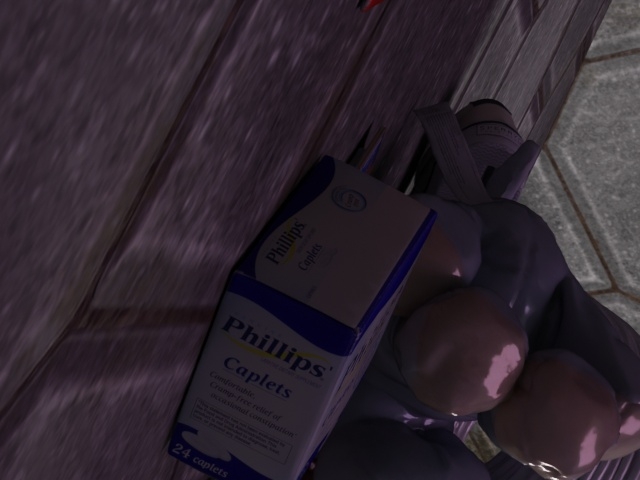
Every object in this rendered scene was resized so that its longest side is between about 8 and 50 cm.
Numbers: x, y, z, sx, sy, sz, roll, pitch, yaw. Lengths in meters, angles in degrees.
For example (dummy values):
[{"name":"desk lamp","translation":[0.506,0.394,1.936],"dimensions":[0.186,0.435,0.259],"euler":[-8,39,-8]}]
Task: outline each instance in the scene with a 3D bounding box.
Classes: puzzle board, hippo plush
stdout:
[{"name":"puzzle board","translation":[0.000,0.000,1.201],"dimensions":[0.128,0.011,0.096],"euler":[-58,171,-38]},{"name":"hippo plush","translation":[0.055,0.085,1.335],"dimensions":[0.234,0.294,0.236],"euler":[18,128,-45]}]

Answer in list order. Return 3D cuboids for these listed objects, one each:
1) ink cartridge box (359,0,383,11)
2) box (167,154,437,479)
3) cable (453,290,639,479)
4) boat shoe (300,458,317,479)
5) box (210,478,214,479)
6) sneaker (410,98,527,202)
[{"name":"ink cartridge box","translation":[0.134,-0.242,1.030],"dimensions":[0.261,0.066,0.296],"euler":[-66,172,21]},{"name":"box","translation":[-0.009,0.048,1.060],"dimensions":[0.126,0.072,0.137],"euler":[-55,169,-52]},{"name":"cable","translation":[0.129,0.143,1.483],"dimensions":[0.257,0.089,0.257],"euler":[-31,-143,26]},{"name":"boat shoe","translation":[-0.005,0.158,1.564],"dimensions":[0.178,0.060,0.064],"euler":[-60,173,-16]},{"name":"box","translation":[-0.092,0.223,1.313],"dimensions":[0.136,0.028,0.081],"euler":[-67,172,22]},{"name":"sneaker","translation":[0.098,0.002,1.600],"dimensions":[0.258,0.094,0.091],"euler":[-59,-170,31]}]
